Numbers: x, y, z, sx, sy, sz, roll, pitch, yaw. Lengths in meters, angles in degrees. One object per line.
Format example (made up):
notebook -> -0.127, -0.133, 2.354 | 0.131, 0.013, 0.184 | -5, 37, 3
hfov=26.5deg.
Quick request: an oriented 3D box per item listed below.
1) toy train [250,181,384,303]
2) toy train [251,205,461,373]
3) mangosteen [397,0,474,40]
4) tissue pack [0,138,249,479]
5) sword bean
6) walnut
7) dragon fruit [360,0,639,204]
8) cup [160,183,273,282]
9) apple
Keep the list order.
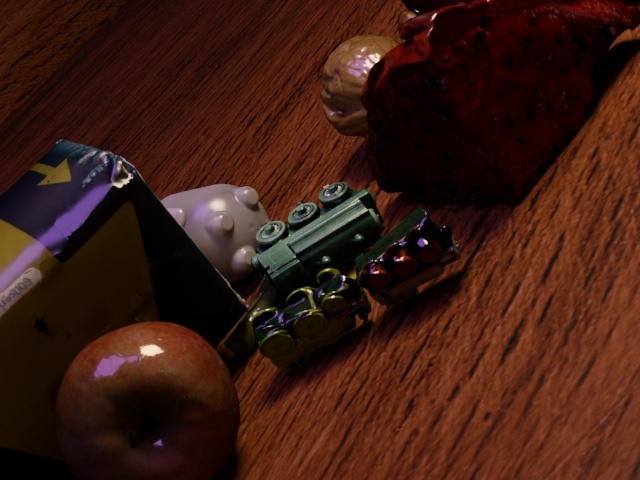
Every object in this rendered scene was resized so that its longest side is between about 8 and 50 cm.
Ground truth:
toy train -> 0.000, 0.000, 1.617 | 0.170, 0.071, 0.111 | -32, 35, -6
toy train -> 0.039, 0.054, 1.435 | 0.250, 0.085, 0.053 | -33, 47, 19
mangosteen -> 0.195, -0.340, 1.885 | 0.215, 0.215, 0.257 | 2, 75, 60
tissue pack -> -0.327, 0.114, 1.541 | 0.416, 0.264, 0.253 | -46, 31, -19
sword bean -> -0.053, 0.045, 1.675 | 0.043, 0.038, 0.269 | 1, 36, 21
walnut -> 0.079, -0.198, 1.803 | 0.155, 0.155, 0.184 | -40, 17, -7
dragon fruit -> 0.183, -0.222, 1.586 | 0.329, 0.228, 0.286 | -47, 21, -19
cup -> -0.147, -0.019, 1.770 | 0.142, 0.173, 0.134 | -11, 43, 48
apple -> -0.176, 0.175, 1.387 | 0.188, 0.188, 0.174 | -40, 12, -6
